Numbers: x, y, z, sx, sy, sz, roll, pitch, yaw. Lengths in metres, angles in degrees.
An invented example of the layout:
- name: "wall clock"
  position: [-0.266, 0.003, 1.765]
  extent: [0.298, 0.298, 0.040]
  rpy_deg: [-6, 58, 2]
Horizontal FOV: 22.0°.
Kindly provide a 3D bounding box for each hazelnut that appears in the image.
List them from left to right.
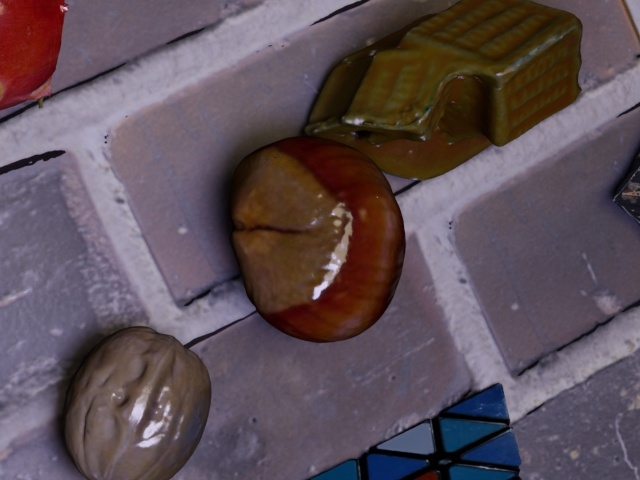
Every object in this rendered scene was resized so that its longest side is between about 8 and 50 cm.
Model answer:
- name: "hazelnut"
  position: [-0.003, 0.000, 1.697]
  extent: [0.181, 0.181, 0.212]
  rpy_deg: [1, 84, 3]

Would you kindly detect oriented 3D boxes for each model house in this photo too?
- name: "model house"
  position: [0.148, -0.156, 1.729]
  extent: [0.268, 0.239, 0.173]
  rpy_deg: [-35, 102, -24]

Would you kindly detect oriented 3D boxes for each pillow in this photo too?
- name: "pillow"
  position: [0.404, -0.077, 1.948]
  extent: [0.090, 0.048, 0.150]
  rpy_deg: [38, 69, -15]

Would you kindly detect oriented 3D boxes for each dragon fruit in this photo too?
- name: "dragon fruit"
  position: [-0.351, -0.211, 1.523]
  extent: [0.227, 0.224, 0.224]
  rpy_deg: [8, 83, -22]

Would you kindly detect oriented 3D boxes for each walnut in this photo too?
- name: "walnut"
  position: [-0.181, 0.166, 1.611]
  extent: [0.140, 0.140, 0.162]
  rpy_deg: [33, 64, -20]

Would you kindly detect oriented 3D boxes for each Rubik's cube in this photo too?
- name: "Rubik's cube"
  position: [0.115, 0.341, 1.772]
  extent: [0.250, 0.284, 0.234]
  rpy_deg: [-12, 114, -1]
